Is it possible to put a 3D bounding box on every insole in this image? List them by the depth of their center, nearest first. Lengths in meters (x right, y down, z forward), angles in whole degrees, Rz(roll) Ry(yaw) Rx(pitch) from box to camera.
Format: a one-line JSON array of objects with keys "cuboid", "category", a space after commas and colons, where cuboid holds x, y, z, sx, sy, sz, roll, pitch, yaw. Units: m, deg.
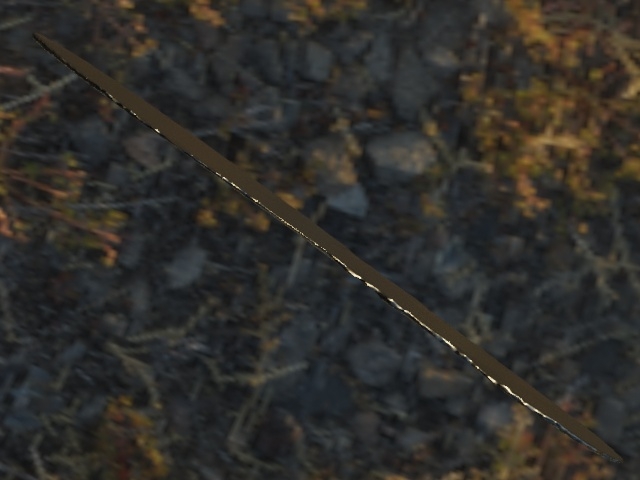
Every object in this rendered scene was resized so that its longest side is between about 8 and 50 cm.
[{"cuboid": [0.000, 0.001, 0.582, 0.003, 0.232, 0.080, -55, 163, 4], "category": "insole"}]
